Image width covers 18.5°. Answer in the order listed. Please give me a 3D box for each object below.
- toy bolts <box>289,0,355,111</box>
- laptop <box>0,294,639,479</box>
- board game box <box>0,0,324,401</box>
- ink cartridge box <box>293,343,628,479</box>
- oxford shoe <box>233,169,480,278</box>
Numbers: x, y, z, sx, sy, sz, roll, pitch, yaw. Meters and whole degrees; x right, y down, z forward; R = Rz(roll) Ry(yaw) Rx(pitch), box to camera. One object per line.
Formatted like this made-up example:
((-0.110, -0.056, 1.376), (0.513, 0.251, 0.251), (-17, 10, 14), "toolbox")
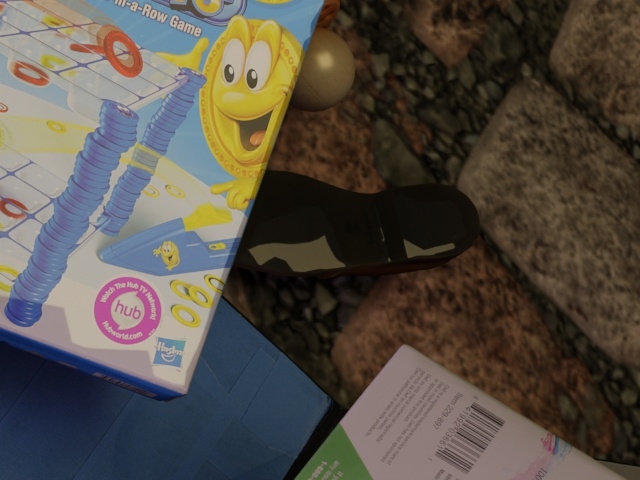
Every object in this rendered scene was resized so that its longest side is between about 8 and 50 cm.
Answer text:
((-0.061, -0.159, 1.307), (0.228, 0.218, 0.158), (-32, 76, -34), "toy bolts")
((-0.040, 0.177, 1.154), (0.382, 0.408, 0.236), (-56, 140, -38), "laptop")
((-0.175, -0.098, 1.158), (0.308, 0.086, 0.302), (21, 78, -11), "board game box")
((0.091, 0.183, 1.106), (0.212, 0.093, 0.154), (30, 52, 15), "ink cartridge box")
((0.000, 0.000, 1.371), (0.212, 0.076, 0.076), (4, 68, -18), "oxford shoe")
